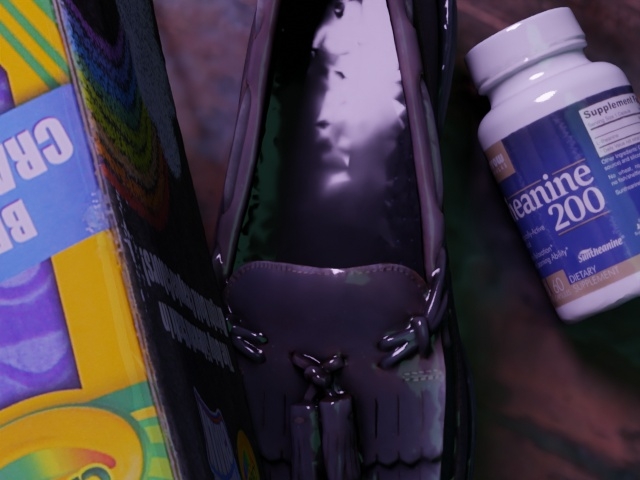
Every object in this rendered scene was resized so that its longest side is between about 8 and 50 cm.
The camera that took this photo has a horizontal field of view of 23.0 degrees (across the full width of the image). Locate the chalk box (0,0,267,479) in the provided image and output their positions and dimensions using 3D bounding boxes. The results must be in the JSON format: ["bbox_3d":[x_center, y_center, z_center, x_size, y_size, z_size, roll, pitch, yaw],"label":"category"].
[{"bbox_3d":[-0.121,0.049,0.468,0.179,0.180,0.289,-15,79,3],"label":"chalk box"}]

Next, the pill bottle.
[{"bbox_3d":[0.105,-0.031,0.646,0.067,0.067,0.120,-21,83,-21],"label":"pill bottle"}]

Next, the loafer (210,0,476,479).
[{"bbox_3d":[0.000,0.000,0.576,0.109,0.095,0.302,-1,72,11],"label":"loafer"}]
